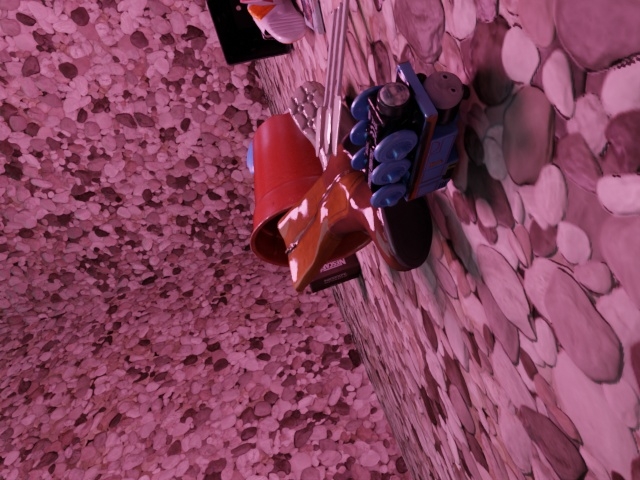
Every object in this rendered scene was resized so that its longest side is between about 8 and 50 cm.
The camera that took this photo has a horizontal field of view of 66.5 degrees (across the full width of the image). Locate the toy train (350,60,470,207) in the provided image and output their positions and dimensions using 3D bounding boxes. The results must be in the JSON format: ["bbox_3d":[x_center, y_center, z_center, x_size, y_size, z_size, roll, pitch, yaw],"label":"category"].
[{"bbox_3d":[0.089,-0.102,0.497,0.184,0.105,0.080,81,166,-68],"label":"toy train"}]

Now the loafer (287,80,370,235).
[{"bbox_3d":[0.053,-0.151,0.879,0.112,0.112,0.319,1,-120,-55],"label":"loafer"}]

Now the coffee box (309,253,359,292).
[{"bbox_3d":[0.000,0.000,1.597,0.118,0.168,0.297,81,168,-66],"label":"coffee box"}]

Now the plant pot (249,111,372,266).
[{"bbox_3d":[-0.031,-0.121,1.057,0.272,0.273,0.264,80,179,-62],"label":"plant pot"}]

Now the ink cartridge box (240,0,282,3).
[{"bbox_3d":[-0.130,-0.579,1.041,0.099,0.056,0.135,-43,-45,-59],"label":"ink cartridge box"}]

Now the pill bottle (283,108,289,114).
[{"bbox_3d":[-0.058,-0.299,1.431,0.180,0.108,0.107,78,172,-59],"label":"pill bottle"}]

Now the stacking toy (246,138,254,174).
[{"bbox_3d":[-0.044,-0.193,1.359,0.302,0.166,0.175,40,-135,-40],"label":"stacking toy"}]

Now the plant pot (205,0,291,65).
[{"bbox_3d":[-0.194,-0.625,1.354,0.188,0.188,0.166,75,-174,-45],"label":"plant pot"}]

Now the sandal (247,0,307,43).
[{"bbox_3d":[-0.094,-0.492,1.120,0.076,0.102,0.265,69,178,-49],"label":"sandal"}]

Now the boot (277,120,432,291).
[{"bbox_3d":[0.023,-0.005,0.748,0.280,0.096,0.264,-47,51,37],"label":"boot"}]

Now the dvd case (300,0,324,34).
[{"bbox_3d":[-0.020,-0.454,0.944,0.119,0.013,0.087,-116,9,-54],"label":"dvd case"}]

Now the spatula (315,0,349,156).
[{"bbox_3d":[0.017,-0.252,0.757,0.168,0.019,0.241,-126,39,-79],"label":"spatula"}]
